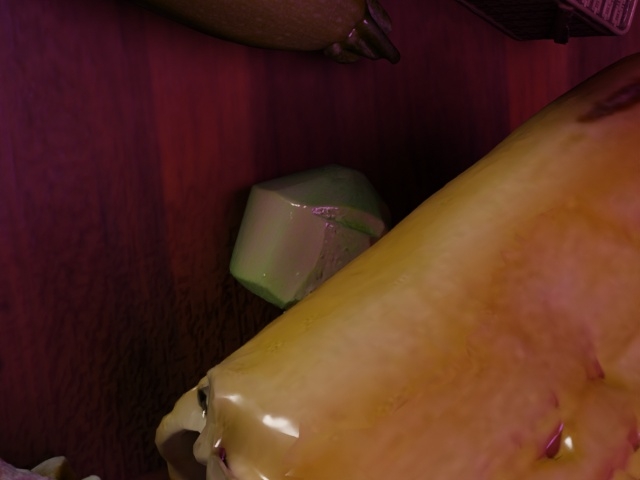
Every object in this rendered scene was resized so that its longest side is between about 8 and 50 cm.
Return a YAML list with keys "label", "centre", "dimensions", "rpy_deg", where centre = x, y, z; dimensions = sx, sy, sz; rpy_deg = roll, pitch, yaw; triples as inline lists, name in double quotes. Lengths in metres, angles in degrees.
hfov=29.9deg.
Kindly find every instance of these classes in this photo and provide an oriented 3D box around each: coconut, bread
- label: "coconut"
  centre: [0.000, 0.000, 0.613]
  dimensions: [0.082, 0.083, 0.081]
  rpy_deg: [23, 88, -59]
- label: "bread"
  centre: [0.169, 0.123, 0.547]
  dimensions: [0.394, 0.361, 0.250]
  rpy_deg: [-38, 160, -30]

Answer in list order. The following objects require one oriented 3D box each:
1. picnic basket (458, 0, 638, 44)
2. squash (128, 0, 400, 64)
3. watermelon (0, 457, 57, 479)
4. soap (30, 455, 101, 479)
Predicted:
- label: "picnic basket"
  centre: [0.114, -0.190, 0.677]
  dimensions: [0.164, 0.079, 0.115]
  rpy_deg: [21, 82, -38]
- label: "squash"
  centre: [-0.070, -0.148, 0.530]
  dimensions: [0.341, 0.094, 0.094]
  rpy_deg: [24, 81, -38]
- label: "watermelon"
  centre: [-0.122, 0.130, 0.446]
  dimensions: [0.180, 0.081, 0.094]
  rpy_deg: [39, 46, -29]
- label: "soap"
  centre: [-0.102, 0.254, 0.532]
  dimensions: [0.173, 0.089, 0.274]
  rpy_deg: [-36, 107, -22]
